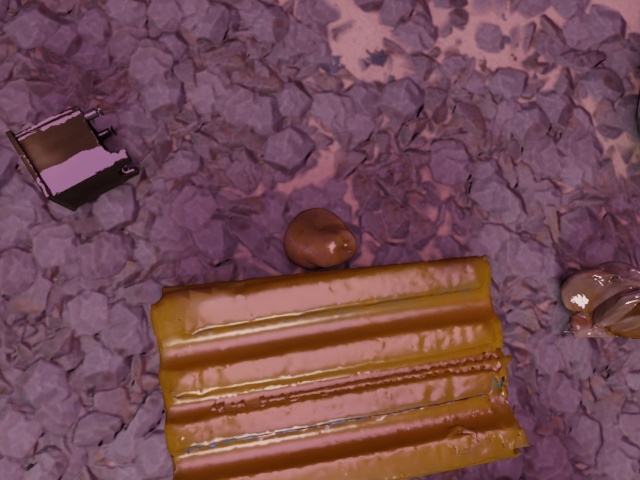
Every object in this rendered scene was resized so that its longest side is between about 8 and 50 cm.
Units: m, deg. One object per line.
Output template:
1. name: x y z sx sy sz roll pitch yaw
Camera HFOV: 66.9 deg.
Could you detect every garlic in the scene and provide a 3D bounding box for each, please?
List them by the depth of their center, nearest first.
1. garlic: 0.320 0.062 0.514 0.113 0.094 0.074 21 43 3

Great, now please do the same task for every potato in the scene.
1. potato: 0.000 0.000 0.497 0.062 0.083 0.068 34 82 -26

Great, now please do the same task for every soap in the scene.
1. soap: 0.016 0.127 0.474 0.325 0.096 0.204 -7 86 -5

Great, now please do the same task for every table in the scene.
1. table: -0.238 -0.084 0.483 0.082 0.083 0.070 -31 91 -13

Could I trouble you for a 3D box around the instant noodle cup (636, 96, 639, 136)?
1. instant noodle cup: 0.441 -0.151 0.491 0.153 0.205 0.204 10 84 6
